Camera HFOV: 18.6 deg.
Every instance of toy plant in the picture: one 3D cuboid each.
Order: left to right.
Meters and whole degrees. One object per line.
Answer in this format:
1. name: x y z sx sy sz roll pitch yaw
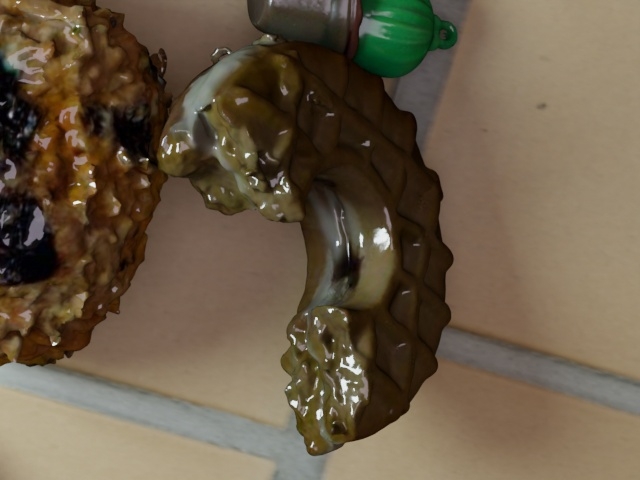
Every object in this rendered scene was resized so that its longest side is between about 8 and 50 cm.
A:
1. toy plant: 0.034 -0.221 1.795 0.200 0.105 0.143 5 76 -24

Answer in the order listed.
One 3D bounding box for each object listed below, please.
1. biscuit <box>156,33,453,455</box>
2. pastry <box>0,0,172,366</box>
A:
1. biscuit: 0.005 -0.016 1.737 0.115 0.268 0.366 -8 112 35
2. pastry: -0.305 -0.088 1.679 0.405 0.292 0.337 39 91 -12
